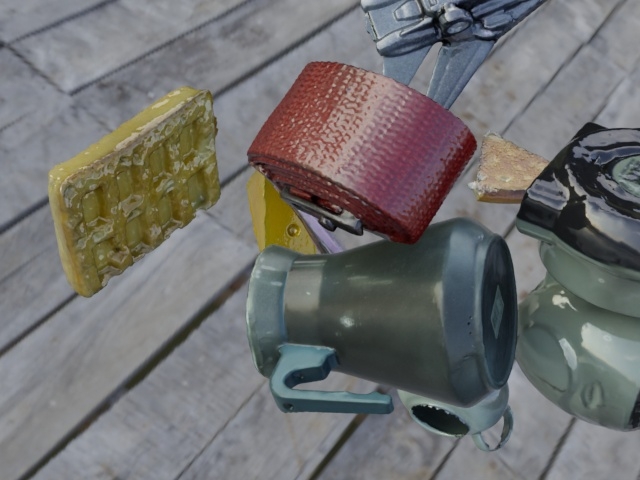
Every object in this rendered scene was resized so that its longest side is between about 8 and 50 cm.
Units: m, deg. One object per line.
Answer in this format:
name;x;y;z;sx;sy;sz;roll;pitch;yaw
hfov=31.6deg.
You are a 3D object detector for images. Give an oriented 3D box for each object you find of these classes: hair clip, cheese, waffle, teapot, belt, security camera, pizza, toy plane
hair clip;-0.001;-0.001;1.640;0.110;0.095;0.358;1;47;-39
cheese;-0.055;-0.032;1.809;0.093;0.126;0.171;0;74;-18
waffle;-0.228;-0.068;1.415;0.057;0.168;0.274;21;44;30
teapot;0.052;0.076;1.026;0.225;0.171;0.203;-2;39;23
belt;0.025;-0.067;0.947;0.128;0.124;0.201;38;-9;-37
teapot;0.220;0.258;1.916;0.294;0.193;0.129;39;60;-22
security camera;0.279;0.055;1.056;0.191;0.277;0.197;23;39;21
pizza;0.302;-0.114;1.813;0.185;0.052;0.195;-4;36;-14
toy plane;0.166;-0.241;1.056;0.088;0.267;0.212;35;35;-74
